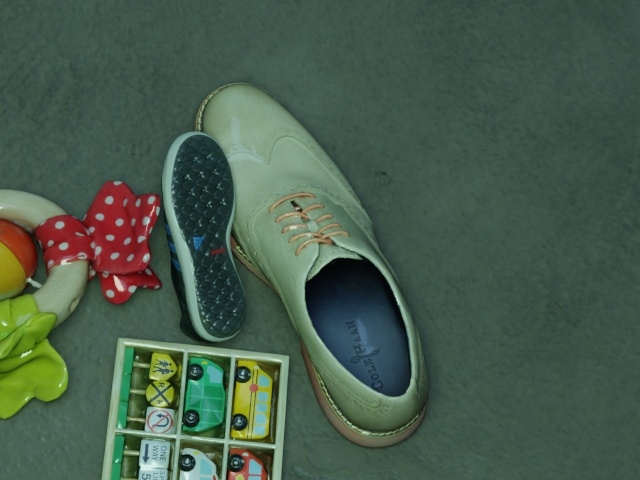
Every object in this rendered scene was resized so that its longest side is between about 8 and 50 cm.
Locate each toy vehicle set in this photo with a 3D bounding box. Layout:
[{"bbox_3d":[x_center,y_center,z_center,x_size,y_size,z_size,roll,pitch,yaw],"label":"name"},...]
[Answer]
[{"bbox_3d":[-0.122,0.230,1.494,0.166,0.035,0.266,6,70,-6],"label":"toy vehicle set"}]

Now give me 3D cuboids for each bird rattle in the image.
[{"bbox_3d":[-0.276,0.025,1.498,0.207,0.143,0.253,29,67,10],"label":"bird rattle"}]

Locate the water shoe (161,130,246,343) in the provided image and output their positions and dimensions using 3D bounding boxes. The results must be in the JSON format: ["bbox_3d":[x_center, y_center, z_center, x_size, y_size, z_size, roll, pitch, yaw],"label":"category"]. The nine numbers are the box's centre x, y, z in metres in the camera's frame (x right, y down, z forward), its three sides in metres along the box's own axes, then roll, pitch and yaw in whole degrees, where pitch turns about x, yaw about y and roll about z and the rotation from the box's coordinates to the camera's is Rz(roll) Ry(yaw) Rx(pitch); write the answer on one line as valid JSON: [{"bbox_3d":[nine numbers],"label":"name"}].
[{"bbox_3d":[-0.124,-0.001,1.533,0.073,0.080,0.203,-4,84,-30],"label":"water shoe"}]

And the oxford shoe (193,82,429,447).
[{"bbox_3d":[0.000,0.000,1.532,0.140,0.146,0.397,-28,75,-13],"label":"oxford shoe"}]
